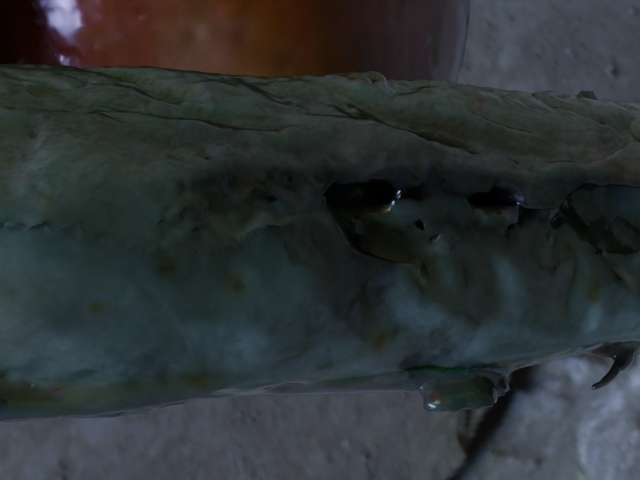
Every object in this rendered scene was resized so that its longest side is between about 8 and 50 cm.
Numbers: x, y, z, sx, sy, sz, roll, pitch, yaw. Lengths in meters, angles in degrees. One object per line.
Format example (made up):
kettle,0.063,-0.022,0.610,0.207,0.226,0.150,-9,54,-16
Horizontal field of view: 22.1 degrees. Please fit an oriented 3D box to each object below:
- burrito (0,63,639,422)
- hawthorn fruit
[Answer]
burrito,-0.001,-0.003,0.376,0.309,0.096,0.066,1,121,-29
hawthorn fruit,-0.073,-0.147,0.746,0.276,0.276,0.307,-20,131,-4
